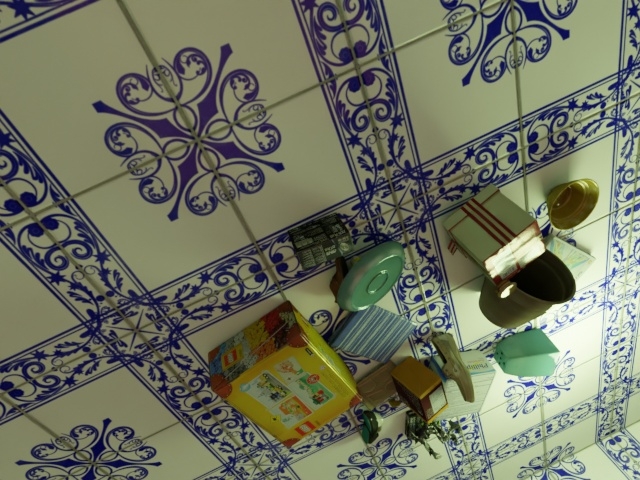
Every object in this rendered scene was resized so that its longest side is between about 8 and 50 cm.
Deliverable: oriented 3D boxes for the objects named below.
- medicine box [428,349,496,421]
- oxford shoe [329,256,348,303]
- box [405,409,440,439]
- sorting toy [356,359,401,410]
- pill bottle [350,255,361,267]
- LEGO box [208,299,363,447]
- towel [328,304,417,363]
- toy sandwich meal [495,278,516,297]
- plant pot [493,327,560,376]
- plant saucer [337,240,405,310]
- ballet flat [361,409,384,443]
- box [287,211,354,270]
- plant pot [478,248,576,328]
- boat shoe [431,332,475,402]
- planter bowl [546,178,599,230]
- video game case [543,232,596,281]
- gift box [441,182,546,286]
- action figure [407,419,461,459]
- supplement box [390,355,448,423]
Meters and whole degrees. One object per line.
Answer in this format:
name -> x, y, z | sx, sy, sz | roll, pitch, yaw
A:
medicine box -> 0.643, 0.683, 2.005 | 0.263, 0.149, 0.289 | -3, 120, -16
oxford shoe -> 0.066, 0.150, 1.550 | 0.076, 0.076, 0.212 | 2, 117, 17
box -> 0.527, 0.926, 2.177 | 0.184, 0.045, 0.191 | -14, 122, -13
sorting toy -> 0.294, 0.688, 1.965 | 0.229, 0.041, 0.307 | -39, 124, 2
pill bottle -> 0.139, 0.093, 1.527 | 0.043, 0.083, 0.043 | -8, 122, -13
LEGO box -> -0.123, 0.529, 1.635 | 0.372, 0.193, 0.500 | -33, 124, 3
towel -> 0.219, 0.383, 1.762 | 0.336, 0.040, 0.243 | 26, 107, -31
toy sandwich meal -> 0.652, 0.168, 1.496 | 0.085, 0.029, 0.085 | -17, 138, -16
plant pot -> 0.970, 0.548, 2.029 | 0.234, 0.166, 0.165 | -7, 122, -6
plant saucer -> 0.195, 0.141, 1.520 | 0.317, 0.044, 0.317 | -29, 142, -25
ballet flat -> 0.248, 0.875, 2.027 | 0.096, 0.095, 0.280 | -21, 138, -18
box -> 0.000, 0.000, 1.388 | 0.180, 0.147, 0.077 | -22, 123, -6
plant pot -> 0.784, 0.202, 1.695 | 0.323, 0.323, 0.280 | -2, 136, -17
boat shoe -> 0.569, 0.552, 1.828 | 0.098, 0.302, 0.109 | -14, 152, -5
planter bowl -> 0.950, -0.154, 1.642 | 0.217, 0.090, 0.217 | -8, 121, -13
video game case -> 1.022, 0.146, 1.877 | 0.329, 0.036, 0.300 | 20, 111, -27
gift box -> 0.605, -0.009, 1.520 | 0.255, 0.258, 0.276 | -37, 137, 4
action figure -> 0.581, 0.989, 2.123 | 0.275, 0.141, 0.164 | 0, 120, -23
supplement box -> 0.436, 0.656, 1.871 | 0.129, 0.191, 0.194 | -32, 121, -19
